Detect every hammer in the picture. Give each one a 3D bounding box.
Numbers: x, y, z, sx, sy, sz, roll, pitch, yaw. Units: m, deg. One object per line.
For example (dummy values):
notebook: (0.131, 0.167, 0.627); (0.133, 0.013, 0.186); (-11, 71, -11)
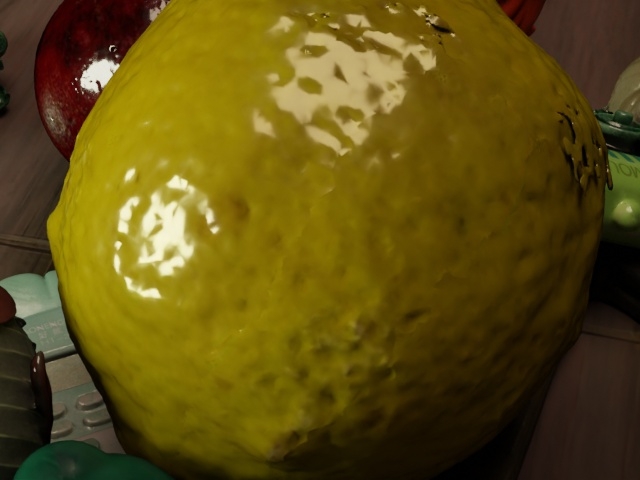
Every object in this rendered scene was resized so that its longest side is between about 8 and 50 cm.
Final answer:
hammer: (0.122, 0.138, 1.135); (0.168, 0.044, 0.440); (13, 41, 18)

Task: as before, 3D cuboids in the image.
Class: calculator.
calculator: (-0.162, 0.122, 1.156); (0.184, 0.042, 0.295); (-16, 44, -18)

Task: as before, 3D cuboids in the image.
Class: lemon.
lemon: (0.000, 0.000, 1.035); (0.350, 0.387, 0.350); (25, 3, -1)

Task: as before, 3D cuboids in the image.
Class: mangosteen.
mangosteen: (-0.099, -0.109, 1.332); (0.235, 0.235, 0.261); (-26, 89, -29)

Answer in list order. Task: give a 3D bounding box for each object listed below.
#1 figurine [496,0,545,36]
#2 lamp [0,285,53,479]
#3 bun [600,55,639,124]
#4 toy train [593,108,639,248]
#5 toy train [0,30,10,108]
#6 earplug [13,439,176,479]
figurine: (0.113, -0.255, 1.521); (0.208, 0.181, 0.257); (36, 52, -3)
lamp: (-0.289, 0.110, 1.008); (0.265, 0.233, 0.233); (-22, 19, 45)
bun: (0.330, -0.122, 1.393); (0.173, 0.113, 0.166); (-24, 42, -32)
toy train: (0.195, -0.046, 1.252); (0.253, 0.105, 0.157); (10, 18, -33)
toy train: (-0.362, -0.131, 1.435); (0.132, 0.083, 0.200); (13, 40, 21)
earplug: (-0.070, 0.229, 0.922); (0.257, 0.280, 0.164); (-27, 5, 33)
